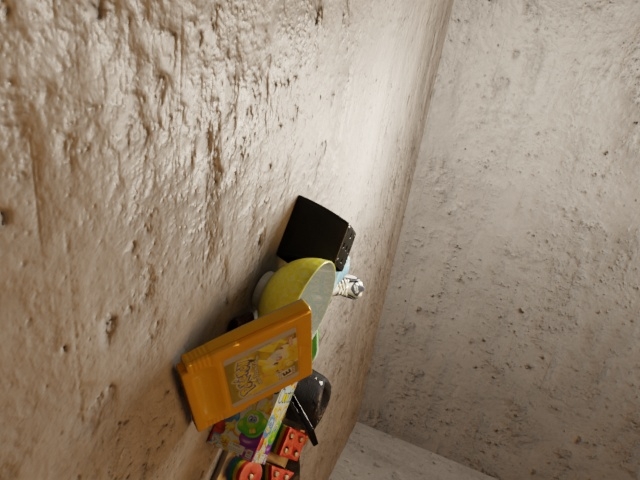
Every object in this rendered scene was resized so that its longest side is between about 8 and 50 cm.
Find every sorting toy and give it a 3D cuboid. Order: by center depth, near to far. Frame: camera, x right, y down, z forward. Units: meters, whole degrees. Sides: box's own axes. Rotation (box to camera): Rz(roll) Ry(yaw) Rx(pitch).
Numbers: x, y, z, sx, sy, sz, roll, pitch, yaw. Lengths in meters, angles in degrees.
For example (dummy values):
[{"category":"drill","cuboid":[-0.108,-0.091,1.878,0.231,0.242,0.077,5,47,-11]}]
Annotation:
[{"category":"sorting toy","cuboid":[-0.170,0.665,1.756,0.257,0.089,0.255,38,68,-41]}]

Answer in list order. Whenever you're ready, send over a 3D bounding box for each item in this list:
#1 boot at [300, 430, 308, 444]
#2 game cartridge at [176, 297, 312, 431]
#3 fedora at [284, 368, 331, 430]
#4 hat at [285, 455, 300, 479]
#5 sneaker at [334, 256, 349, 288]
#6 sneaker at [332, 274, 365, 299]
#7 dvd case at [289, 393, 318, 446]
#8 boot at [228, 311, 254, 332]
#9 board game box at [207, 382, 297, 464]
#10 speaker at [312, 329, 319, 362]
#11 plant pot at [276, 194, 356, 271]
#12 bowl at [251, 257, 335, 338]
[{"category":"boot","cuboid":[-0.075,0.741,2.374,0.220,0.109,0.283,-22,135,-64]},{"category":"game cartridge","cuboid":[-0.167,0.302,1.361,0.323,0.053,0.285,-25,140,-22]},{"category":"fedora","cuboid":[-0.056,0.604,2.162,0.334,0.152,0.334,18,90,-73]},{"category":"hat","cuboid":[-0.211,0.840,1.942,0.331,0.134,0.331,-32,133,-43]},{"category":"sneaker","cuboid":[0.040,0.036,1.941,0.208,0.127,0.319,-46,156,-57]},{"category":"sneaker","cuboid":[0.087,0.172,2.132,0.235,0.153,0.094,6,91,-79]},{"category":"dvd case","cuboid":[-0.085,0.546,1.896,0.022,0.253,0.180,-28,148,-12]},{"category":"boot","cuboid":[-0.211,0.243,1.490,0.114,0.037,0.106,-9,118,-77]},{"category":"board game box","cuboid":[-0.182,0.469,1.624,0.142,0.144,0.275,69,41,-65]},{"category":"speaker","cuboid":[-0.070,0.293,1.833,0.296,0.131,0.131,89,25,-48]},{"category":"plant pot","cuboid":[0.000,0.000,1.685,0.187,0.167,0.188,48,62,-71]},{"category":"bowl","cuboid":[-0.091,0.164,1.558,0.289,0.156,0.289,-53,155,-37]}]
